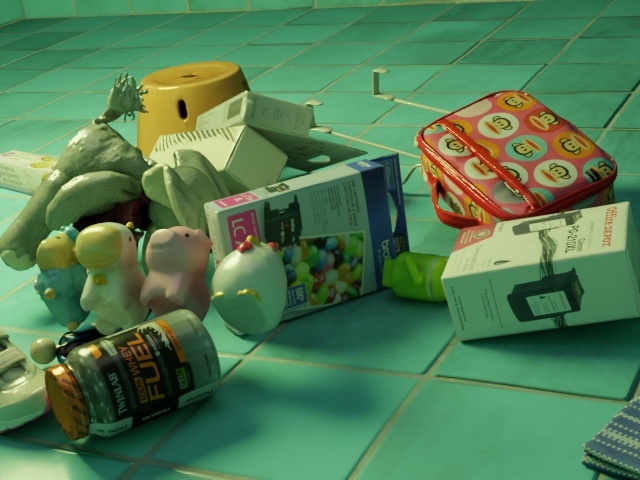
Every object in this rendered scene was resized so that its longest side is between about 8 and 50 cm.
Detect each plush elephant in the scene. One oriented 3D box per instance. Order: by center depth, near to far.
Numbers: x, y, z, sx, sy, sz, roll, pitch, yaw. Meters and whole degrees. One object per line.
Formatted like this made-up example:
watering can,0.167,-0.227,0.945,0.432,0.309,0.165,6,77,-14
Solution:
plush elephant,-0.275,-0.055,1.735,0.255,0.330,0.272,36,18,8

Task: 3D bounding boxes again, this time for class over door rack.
over door rack,0.165,-0.187,2.070,0.324,0.108,0.239,29,38,24

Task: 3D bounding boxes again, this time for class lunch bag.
lunch bag,0.287,-0.100,1.757,0.258,0.120,0.293,-25,45,-17

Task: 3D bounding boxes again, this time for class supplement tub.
supplement tub,-0.227,0.165,1.358,0.190,0.117,0.117,-21,25,-28

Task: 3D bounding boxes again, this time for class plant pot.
plant pot,-0.241,-0.235,2.233,0.291,0.203,0.291,-7,21,3

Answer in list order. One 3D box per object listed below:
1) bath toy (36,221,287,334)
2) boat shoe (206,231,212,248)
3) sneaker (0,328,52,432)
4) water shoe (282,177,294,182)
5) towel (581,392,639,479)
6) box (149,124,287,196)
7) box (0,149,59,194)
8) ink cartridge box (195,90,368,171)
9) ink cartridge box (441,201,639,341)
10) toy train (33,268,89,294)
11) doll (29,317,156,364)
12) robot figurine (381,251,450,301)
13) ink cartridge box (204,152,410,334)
bath toy,-0.199,0.040,1.469,0.348,0.151,0.129,1,42,22
boat shoe,-0.229,-0.047,1.916,0.258,0.089,0.109,11,29,39
sneaker,-0.427,0.165,1.429,0.252,0.111,0.103,8,27,34
water shoe,-0.036,-0.060,1.907,0.080,0.073,0.203,1,25,7
towel,0.466,0.188,1.191,0.243,0.040,0.336,16,34,42
box,-0.190,-0.129,1.972,0.275,0.113,0.094,1,62,49
box,-0.545,-0.125,2.249,0.324,0.063,0.067,13,29,42
ink cartridge box,-0.073,-0.190,2.015,0.239,0.060,0.275,11,-8,-23
ink cartridge box,0.296,0.039,1.472,0.237,0.100,0.172,-10,20,20
toy train,-0.387,0.056,1.771,0.125,0.046,0.166,-16,23,-18
doll,-0.302,0.140,1.537,0.189,0.046,0.129,-11,26,-2
robot figurine,0.145,0.051,1.578,0.115,0.067,0.101,6,-4,32
ink cartridge box,0.000,0.000,1.595,0.311,0.185,0.065,-18,21,-24
